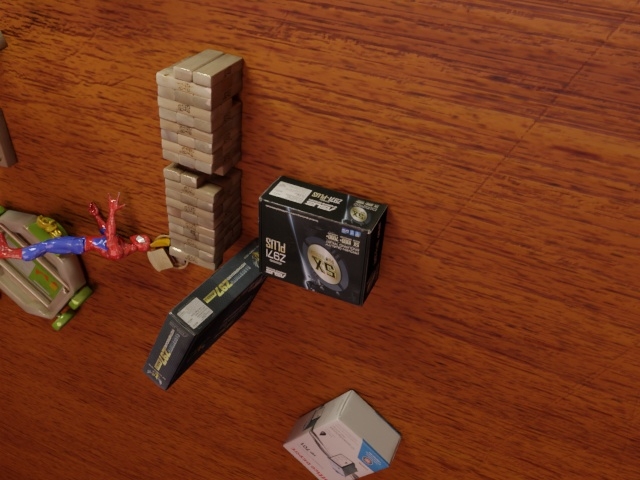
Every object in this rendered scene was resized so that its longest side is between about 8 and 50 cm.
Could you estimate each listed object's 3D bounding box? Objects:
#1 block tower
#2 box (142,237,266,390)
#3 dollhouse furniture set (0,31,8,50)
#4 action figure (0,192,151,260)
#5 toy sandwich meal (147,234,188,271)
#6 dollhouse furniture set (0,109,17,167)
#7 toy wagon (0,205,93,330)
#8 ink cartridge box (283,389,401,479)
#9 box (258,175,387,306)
[{"bbox_3d":[-0.180,-0.118,0.941,0.091,0.097,0.335,19,128,15],"label":"block tower"},{"bbox_3d":[-0.180,0.120,1.016,0.059,0.232,0.183,40,132,6],"label":"box"},{"bbox_3d":[-0.666,-0.379,0.844,0.303,0.174,0.355,-6,116,35],"label":"dollhouse furniture set"},{"bbox_3d":[-0.458,-0.027,1.132,0.280,0.091,0.139,3,97,-9],"label":"action figure"},{"bbox_3d":[-0.286,0.027,1.142,0.085,0.029,0.086,14,128,19],"label":"toy sandwich meal"},{"bbox_3d":[-0.688,-0.174,1.152,0.151,0.123,0.144,15,129,18],"label":"dollhouse furniture set"},{"bbox_3d":[-0.605,0.043,1.303,0.267,0.068,0.344,45,131,-8],"label":"toy wagon"},{"bbox_3d":[0.040,0.393,1.195,0.139,0.082,0.190,44,130,-6],"label":"ink cartridge box"},{"bbox_3d":[0.000,0.000,0.936,0.180,0.077,0.147,18,130,16],"label":"box"}]
